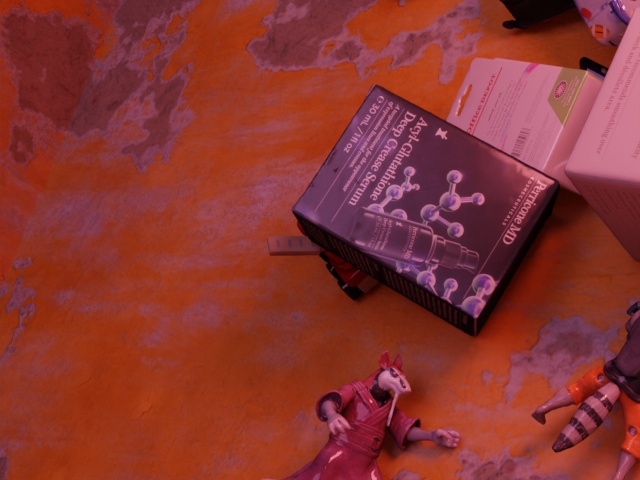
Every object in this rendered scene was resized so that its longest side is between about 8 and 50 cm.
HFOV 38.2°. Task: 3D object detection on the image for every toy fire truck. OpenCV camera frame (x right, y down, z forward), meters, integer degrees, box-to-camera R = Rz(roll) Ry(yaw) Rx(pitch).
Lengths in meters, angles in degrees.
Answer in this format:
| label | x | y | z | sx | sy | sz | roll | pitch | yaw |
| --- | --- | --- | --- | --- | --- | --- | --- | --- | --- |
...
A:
| label | x | y | z | sx | sy | sz | roll | pitch | yaw |
| --- | --- | --- | --- | --- | --- | --- | --- | --- | --- |
| toy fire truck | 0.000 | 0.000 | 1.954 | 0.158 | 0.246 | 0.217 | -43 | 44 | 8 |

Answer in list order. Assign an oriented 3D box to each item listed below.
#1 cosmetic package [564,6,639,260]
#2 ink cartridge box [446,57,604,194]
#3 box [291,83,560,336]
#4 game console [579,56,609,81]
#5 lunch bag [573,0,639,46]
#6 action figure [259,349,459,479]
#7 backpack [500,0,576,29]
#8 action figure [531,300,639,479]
| label | x | y | z | sx | sy | sz | roll | pitch | yaw |
| --- | --- | --- | --- | --- | --- | --- | --- | --- | --- |
| cosmetic package | 0.667 | -0.139 | 1.446 | 0.394 | 0.327 | 0.329 | 16 | 73 | 45 |
| ink cartridge box | 0.402 | -0.236 | 1.816 | 0.353 | 0.119 | 0.207 | 32 | 100 | 60 |
| box | 0.197 | -0.053 | 1.738 | 0.395 | 0.212 | 0.293 | 30 | 82 | 15 |
| game console | 0.581 | -0.302 | 1.804 | 0.085 | 0.124 | 0.144 | -40 | 37 | 51 |
| lunch bag | 0.596 | -0.526 | 1.794 | 0.115 | 0.243 | 0.303 | -42 | 60 | 61 |
| action figure | 0.072 | 0.381 | 1.724 | 0.370 | 0.248 | 0.276 | -66 | 19 | -14 |
| backpack | 0.509 | -0.622 | 1.997 | 0.276 | 0.213 | 0.263 | -7 | 48 | 39 |
| action figure | 0.524 | 0.238 | 1.427 | 0.330 | 0.178 | 0.341 | -55 | 41 | 10 |
